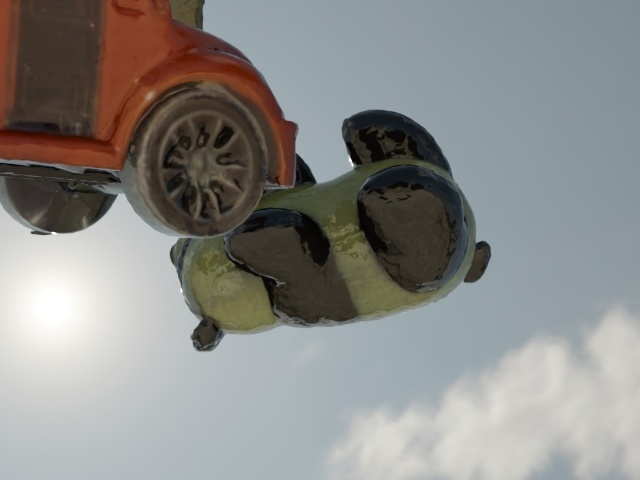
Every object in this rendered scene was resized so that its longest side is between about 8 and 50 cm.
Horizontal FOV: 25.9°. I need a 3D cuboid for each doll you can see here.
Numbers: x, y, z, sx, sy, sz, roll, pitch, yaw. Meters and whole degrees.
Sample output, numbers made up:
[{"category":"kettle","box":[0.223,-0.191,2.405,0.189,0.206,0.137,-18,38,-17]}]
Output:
[{"category":"doll","box":[0.002,0.000,1.006,0.234,0.143,0.135,-13,-62,6]}]

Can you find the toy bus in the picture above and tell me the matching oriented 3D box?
[{"category":"toy bus","box":[-0.166,-0.079,0.496,0.329,0.143,0.153,4,-90,-35]}]

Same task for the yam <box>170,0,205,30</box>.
[{"category":"yam","box":[-0.190,-0.130,0.842,0.304,0.168,0.168,-11,-47,-25]}]
